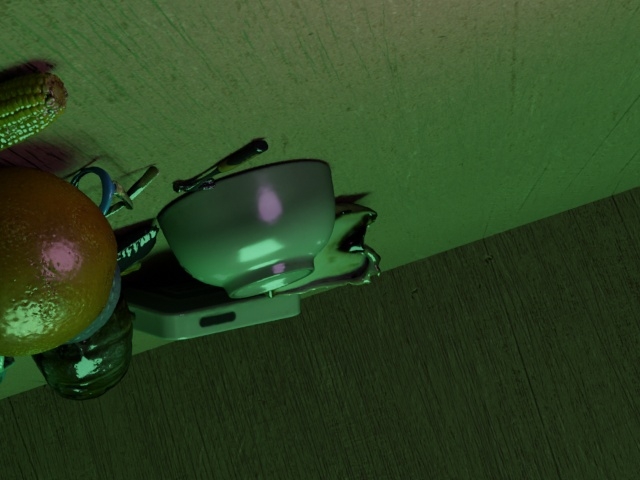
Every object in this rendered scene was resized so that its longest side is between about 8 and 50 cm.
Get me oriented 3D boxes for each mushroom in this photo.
[{"bbox_3d":[-0.004,-0.007,2.520,0.292,0.217,0.212,0,-152,-22],"label":"mushroom"}]

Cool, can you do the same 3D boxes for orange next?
[{"bbox_3d":[-0.421,0.030,1.547,0.274,0.274,0.274,-17,170,-3],"label":"orange"}]

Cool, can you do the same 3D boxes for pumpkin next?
[{"bbox_3d":[-0.500,0.208,2.203,0.242,0.232,0.325,-12,-168,-21],"label":"pumpkin"}]

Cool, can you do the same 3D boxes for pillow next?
[{"bbox_3d":[-0.404,0.040,2.135,0.208,0.055,0.141,-32,180,-15],"label":"pillow"}]

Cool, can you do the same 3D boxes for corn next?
[{"bbox_3d":[-0.401,-0.129,1.277,0.231,0.080,0.080,-19,170,12],"label":"corn"}]

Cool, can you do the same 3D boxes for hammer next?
[{"bbox_3d":[-0.160,-0.124,1.875,0.201,0.021,0.078,-25,168,38],"label":"hammer"}]

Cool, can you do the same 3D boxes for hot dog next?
[{"bbox_3d":[-0.422,0.051,2.325,0.056,0.041,0.133,-22,177,21],"label":"hot dog"}]

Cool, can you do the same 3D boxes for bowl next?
[{"bbox_3d":[-0.120,-0.003,2.126,0.354,0.185,0.354,-17,170,-3],"label":"bowl"}]

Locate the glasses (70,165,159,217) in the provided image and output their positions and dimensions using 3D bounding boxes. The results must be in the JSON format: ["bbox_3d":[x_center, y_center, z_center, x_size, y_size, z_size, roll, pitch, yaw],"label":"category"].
[{"bbox_3d":[-0.360,-0.064,1.758,0.239,0.102,0.207,-28,-166,38],"label":"glasses"}]

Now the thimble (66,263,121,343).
[{"bbox_3d":[-0.477,0.073,1.899,0.236,0.205,0.172,-6,170,19],"label":"thimble"}]

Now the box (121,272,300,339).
[{"bbox_3d":[-0.283,0.138,2.572,0.367,0.090,0.373,-9,-168,-37],"label":"box"}]

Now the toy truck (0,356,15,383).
[{"bbox_3d":[-0.643,0.209,1.983,0.155,0.156,0.279,14,-177,-2],"label":"toy truck"}]
